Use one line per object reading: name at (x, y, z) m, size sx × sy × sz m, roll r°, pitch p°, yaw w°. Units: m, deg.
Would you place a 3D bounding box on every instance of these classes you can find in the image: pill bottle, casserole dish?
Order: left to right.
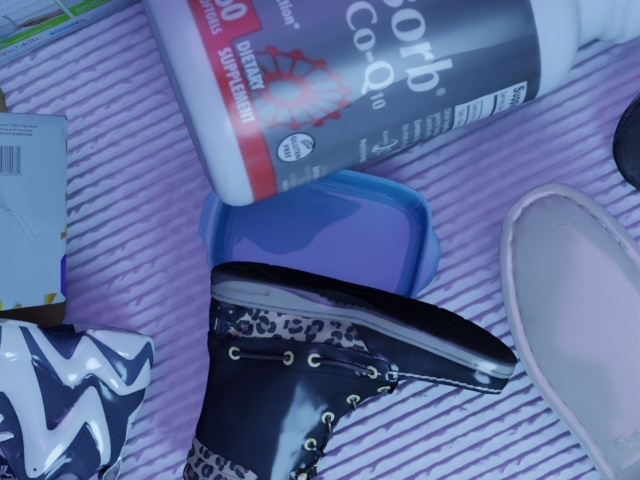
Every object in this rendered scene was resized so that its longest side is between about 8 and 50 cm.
casserole dish at (0.000, 0.000, 1.314) m, size 0.188 × 0.037 × 0.114 m, roll 12°, pitch 83°, yaw 6°
pill bottle at (0.061, -0.180, 1.239) m, size 0.363 × 0.210 × 0.210 m, roll -21°, pitch 80°, yaw -5°

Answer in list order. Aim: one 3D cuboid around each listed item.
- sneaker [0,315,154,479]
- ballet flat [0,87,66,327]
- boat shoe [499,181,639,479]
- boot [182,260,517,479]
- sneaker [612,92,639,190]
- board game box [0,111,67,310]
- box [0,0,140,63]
sneaker at (-0.248, 0.132, 1.269) m, size 0.235 × 0.094 × 0.153 m, roll 8°, pitch 88°, yaw -24°
ballet flat at (-0.264, -0.033, 1.323) m, size 0.080 × 0.073 × 0.232 m, roll -22°, pitch 81°, yaw 0°
boat shoe at (0.231, 0.110, 1.246) m, size 0.116 × 0.097 × 0.324 m, roll -30°, pitch 79°, yaw 10°
boot at (0.015, 0.125, 1.255) m, size 0.236 × 0.085 × 0.179 m, roll 15°, pitch 101°, yaw 12°
sneaker at (0.323, -0.085, 1.189) m, size 0.281 × 0.162 × 0.106 m, roll -18°, pitch 100°, yaw 28°
board game box at (-0.340, -0.024, 1.244) m, size 0.275 × 0.144 × 0.142 m, roll 2°, pitch 93°, yaw 26°
box at (-0.188, -0.254, 1.270) m, size 0.262 × 0.231 × 0.127 m, roll -24°, pitch 81°, yaw 2°
